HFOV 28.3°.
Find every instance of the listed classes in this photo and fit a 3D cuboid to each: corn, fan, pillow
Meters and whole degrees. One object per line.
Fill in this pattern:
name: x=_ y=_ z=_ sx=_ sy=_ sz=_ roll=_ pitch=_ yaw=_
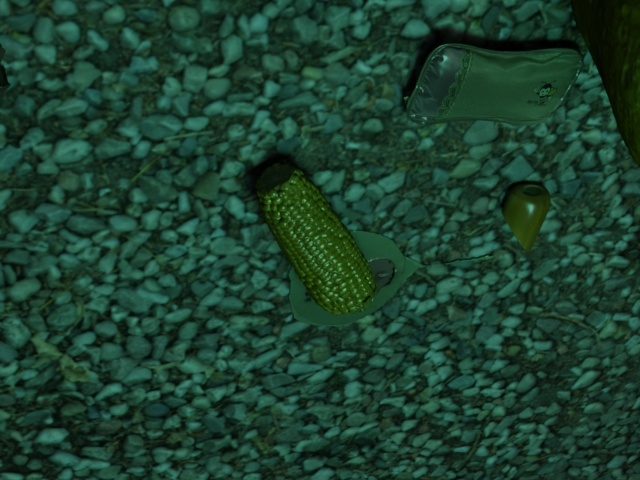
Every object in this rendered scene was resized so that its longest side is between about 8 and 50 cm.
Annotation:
corn: x=-0.005 y=0.002 z=1.642 sx=0.091 sy=0.091 sz=0.260 roll=-28 pitch=131 yaw=4
fan: x=0.104 y=0.046 z=1.785 sx=0.310 sy=0.010 sz=0.182 roll=-9 pitch=133 yaw=-14
pillow: x=0.218 y=-0.193 z=1.589 sx=0.232 sy=0.038 sz=0.131 roll=0 pitch=134 yaw=-26

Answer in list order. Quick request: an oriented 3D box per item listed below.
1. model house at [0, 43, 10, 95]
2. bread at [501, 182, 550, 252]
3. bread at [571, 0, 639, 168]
model house: x=-0.362 y=-0.174 z=1.351 sx=0.083 sy=0.058 sz=0.057 roll=-41 pitch=133 yaw=17
bread: x=0.281 y=-0.029 z=1.760 sx=0.062 sy=0.049 sz=0.103 roll=0 pitch=129 yaw=-23
bread: x=0.428 y=-0.236 z=1.411 sx=0.250 sy=0.394 sz=0.361 roll=-5 pitch=138 yaw=3
